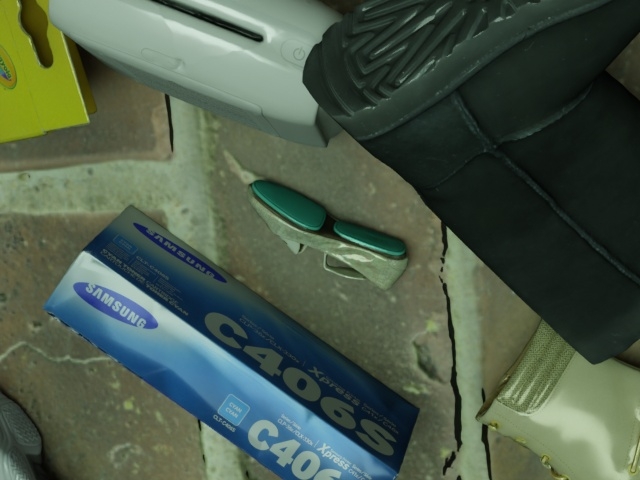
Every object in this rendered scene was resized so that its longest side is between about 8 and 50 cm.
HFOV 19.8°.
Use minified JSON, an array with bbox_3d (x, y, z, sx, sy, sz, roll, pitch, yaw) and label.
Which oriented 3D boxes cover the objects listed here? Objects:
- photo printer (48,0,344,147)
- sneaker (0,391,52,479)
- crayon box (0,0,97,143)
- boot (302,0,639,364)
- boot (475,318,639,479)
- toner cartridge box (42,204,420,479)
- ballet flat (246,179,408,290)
[{"bbox_3d":[-0.091,-0.171,1.554,0.256,0.307,0.107,22,89,4],"label":"photo printer"},{"bbox_3d":[-0.333,0.269,1.830,0.153,0.101,0.268,-32,101,14],"label":"sneaker"},{"bbox_3d":[-0.331,-0.182,1.658,0.318,0.081,0.202,-6,106,35],"label":"crayon box"},{"bbox_3d":[0.251,-0.100,1.479,0.367,0.146,0.445,-29,136,20],"label":"boot"},{"bbox_3d":[0.232,0.218,1.720,0.203,0.095,0.262,26,107,2],"label":"boot"},{"bbox_3d":[-0.076,0.113,1.709,0.348,0.165,0.075,35,107,-2],"label":"toner cartridge box"},{"bbox_3d":[0.000,0.000,1.722,0.168,0.057,0.052,25,118,3],"label":"ballet flat"}]
